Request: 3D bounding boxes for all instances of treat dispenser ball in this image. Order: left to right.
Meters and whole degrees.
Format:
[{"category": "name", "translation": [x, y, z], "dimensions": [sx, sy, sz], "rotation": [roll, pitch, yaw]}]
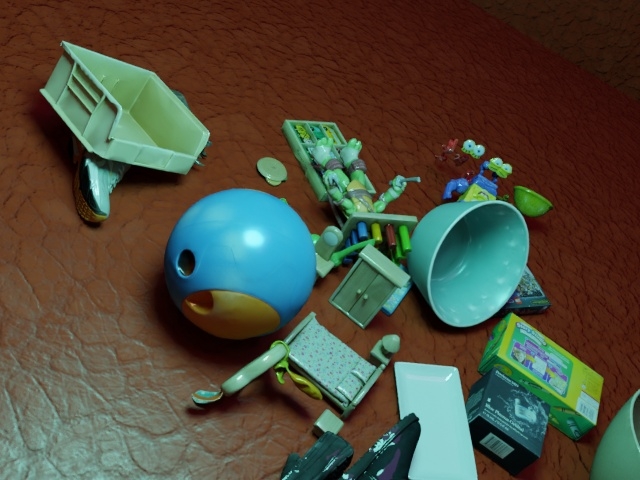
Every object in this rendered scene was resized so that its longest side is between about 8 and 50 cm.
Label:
[{"category": "treat dispenser ball", "translation": [-0.151, 0.045, 1.399], "dimensions": [0.288, 0.288, 0.288], "rotation": [18, 43, -18]}]

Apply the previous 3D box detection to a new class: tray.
[{"category": "tray", "translation": [0.230, 0.374, 1.509], "dimensions": [0.145, 0.030, 0.270], "rotation": [8, 45, -10]}]

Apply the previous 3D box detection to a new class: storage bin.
[{"category": "storage bin", "translation": [-0.414, -0.274, 1.580], "dimensions": [0.260, 0.123, 0.262], "rotation": [46, 19, 26]}]

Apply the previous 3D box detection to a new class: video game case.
[{"category": "video game case", "translation": [0.153, 0.097, 1.756], "dimensions": [0.119, 0.015, 0.166], "rotation": [38, 41, 6]}]

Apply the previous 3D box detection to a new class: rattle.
[{"category": "rattle", "translation": [-0.120, 0.285, 1.346], "dimensions": [0.200, 0.130, 0.143], "rotation": [-35, 104, -38]}]

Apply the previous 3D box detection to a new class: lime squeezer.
[{"category": "lime squeezer", "translation": [0.000, 0.000, 1.694], "dimensions": [0.059, 0.110, 0.310], "rotation": [-32, 40, -30]}]

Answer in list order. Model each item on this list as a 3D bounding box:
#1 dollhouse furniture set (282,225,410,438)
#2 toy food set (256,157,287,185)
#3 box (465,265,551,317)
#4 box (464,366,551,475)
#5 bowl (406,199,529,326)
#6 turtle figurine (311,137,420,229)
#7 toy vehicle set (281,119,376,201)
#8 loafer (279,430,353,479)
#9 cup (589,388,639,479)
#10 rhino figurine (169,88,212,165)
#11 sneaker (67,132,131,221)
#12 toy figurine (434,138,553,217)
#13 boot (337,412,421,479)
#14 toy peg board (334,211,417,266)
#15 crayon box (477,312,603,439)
[{"category": "dollhouse furniture set", "translation": [0.016, 0.163, 1.483], "dimensions": [0.303, 0.174, 0.355], "rotation": [39, 41, 7]}, {"category": "toy food set", "translation": [-0.121, -0.176, 1.839], "dimensions": [0.083, 0.020, 0.082], "rotation": [41, 41, 9]}, {"category": "box", "translation": [0.474, 0.122, 1.916], "dimensions": [0.233, 0.044, 0.159], "rotation": [0, 51, -33]}, {"category": "box", "translation": [0.394, 0.384, 1.574], "dimensions": [0.156, 0.093, 0.158], "rotation": [35, 39, 1]}, {"category": "bowl", "translation": [0.328, 0.034, 1.753], "dimensions": [0.311, 0.311, 0.163], "rotation": [-1, 19, -34]}, {"category": "turtle figurine", "translation": [0.099, -0.158, 1.757], "dimensions": [0.198, 0.274, 0.266], "rotation": [-22, 57, -6]}, {"category": "toy vehicle set", "translation": [0.019, -0.214, 1.954], "dimensions": [0.166, 0.035, 0.267], "rotation": [-4, 53, -35]}, {"category": "loafer", "translation": [-0.036, 0.413, 1.286], "dimensions": [0.078, 0.076, 0.223], "rotation": [35, 44, 28]}, {"category": "cup", "translation": [0.712, 0.505, 1.551], "dimensions": [0.331, 0.237, 0.331], "rotation": [17, 44, -17]}, {"category": "rhino figurine", "translation": [-0.334, -0.270, 1.755], "dimensions": [0.106, 0.073, 0.243], "rotation": [-15, 62, -38]}, {"category": "sneaker", "translation": [-0.451, -0.145, 1.543], "dimensions": [0.121, 0.099, 0.262], "rotation": [7, 48, -34]}, {"category": "toy figurine", "translation": [0.455, -0.097, 2.088], "dimensions": [0.362, 0.191, 0.217], "rotation": [32, 70, -12]}, {"category": "boot", "translation": [0.160, 0.460, 1.341], "dimensions": [0.207, 0.094, 0.246], "rotation": [43, 50, 16]}, {"category": "toy peg board", "translation": [0.127, 0.015, 1.696], "dimensions": [0.161, 0.161, 0.079], "rotation": [4, 56, -19]}, {"category": "crayon box", "translation": [0.523, 0.317, 1.731], "dimensions": [0.278, 0.081, 0.165], "rotation": [36, 40, 3]}]
